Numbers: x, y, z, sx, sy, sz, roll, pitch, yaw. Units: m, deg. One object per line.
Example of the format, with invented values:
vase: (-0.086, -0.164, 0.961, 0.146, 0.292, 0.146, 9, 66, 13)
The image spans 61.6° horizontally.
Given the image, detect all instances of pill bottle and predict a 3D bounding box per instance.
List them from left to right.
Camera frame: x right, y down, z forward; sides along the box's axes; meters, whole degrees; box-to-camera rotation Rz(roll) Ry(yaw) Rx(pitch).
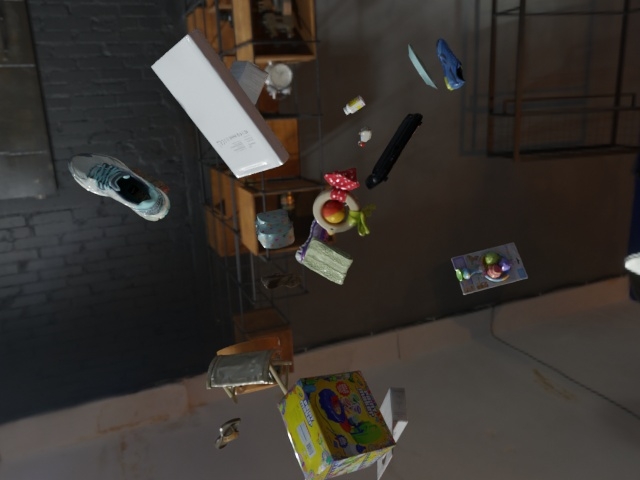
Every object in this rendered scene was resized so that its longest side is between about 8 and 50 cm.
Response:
pill bottle: (0.132, -0.532, 2.118, 0.083, 0.043, 0.043, -30, -172, 17)

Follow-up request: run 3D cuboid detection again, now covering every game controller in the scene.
game controller: (0.267, -0.324, 1.957, 0.067, 0.319, 0.166, 33, 163, 0)

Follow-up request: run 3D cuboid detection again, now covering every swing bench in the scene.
swing bench: (-0.274, 0.524, 2.120, 0.253, 0.254, 0.165, -9, -122, 15)

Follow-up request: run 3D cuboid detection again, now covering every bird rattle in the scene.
bird rattle: (0.069, -0.116, 1.835, 0.207, 0.253, 0.143, -27, -151, 21)

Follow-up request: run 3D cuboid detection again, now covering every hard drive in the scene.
hard drive: (-0.248, -0.320, 1.323, 0.233, 0.353, 0.047, -4, -141, 53)

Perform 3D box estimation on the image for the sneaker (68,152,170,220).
sneaker: (-0.521, -0.157, 1.379, 0.283, 0.110, 0.122, 26, 169, 1)

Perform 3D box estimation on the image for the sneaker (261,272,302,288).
sneaker: (-0.167, 0.161, 2.309, 0.188, 0.066, 0.071, -3, -153, -40)

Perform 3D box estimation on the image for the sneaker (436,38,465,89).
sneaker: (0.513, -0.694, 2.087, 0.069, 0.209, 0.082, -12, 175, -37)

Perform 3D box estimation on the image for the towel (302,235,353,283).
towel: (0.020, 0.062, 1.641, 0.148, 0.110, 0.027, 28, -153, 15)

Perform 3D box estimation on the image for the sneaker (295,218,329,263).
sneaker: (0.000, 0.000, 2.165, 0.095, 0.236, 0.104, 31, 175, -41)

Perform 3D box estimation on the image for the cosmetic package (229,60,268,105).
cosmetic package: (-0.293, -0.510, 1.906, 0.107, 0.238, 0.127, 20, -175, -39)

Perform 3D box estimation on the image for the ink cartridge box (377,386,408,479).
ink cartridge box: (0.271, 0.746, 2.062, 0.066, 0.296, 0.261, 5, -131, -3)

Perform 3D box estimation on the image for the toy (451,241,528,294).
toy: (0.589, 0.090, 1.856, 0.237, 0.137, 0.056, -15, 162, -3)

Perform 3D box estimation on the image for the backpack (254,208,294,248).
backpack: (-0.200, -0.049, 2.368, 0.166, 0.144, 0.188, -10, -144, -13)

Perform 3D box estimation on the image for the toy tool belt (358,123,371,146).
toy tool belt: (0.184, -0.439, 2.242, 0.052, 0.083, 0.051, 8, -133, -10)

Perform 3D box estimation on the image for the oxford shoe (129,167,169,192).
oxford shoe: (-0.603, -0.172, 1.776, 0.123, 0.130, 0.348, -44, -157, -24)

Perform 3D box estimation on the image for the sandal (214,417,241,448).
sandal: (-0.378, 0.806, 2.219, 0.090, 0.219, 0.060, -5, -136, -44)

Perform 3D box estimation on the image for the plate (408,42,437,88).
plate: (0.352, -0.604, 1.878, 0.024, 0.188, 0.188, -31, -175, 21)

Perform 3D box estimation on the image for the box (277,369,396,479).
box: (0.051, 0.625, 1.831, 0.279, 0.177, 0.290, 3, -134, -39)

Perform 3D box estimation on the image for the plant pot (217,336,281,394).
plant pot: (-0.304, 0.569, 2.412, 0.291, 0.203, 0.291, -12, 164, -3)
